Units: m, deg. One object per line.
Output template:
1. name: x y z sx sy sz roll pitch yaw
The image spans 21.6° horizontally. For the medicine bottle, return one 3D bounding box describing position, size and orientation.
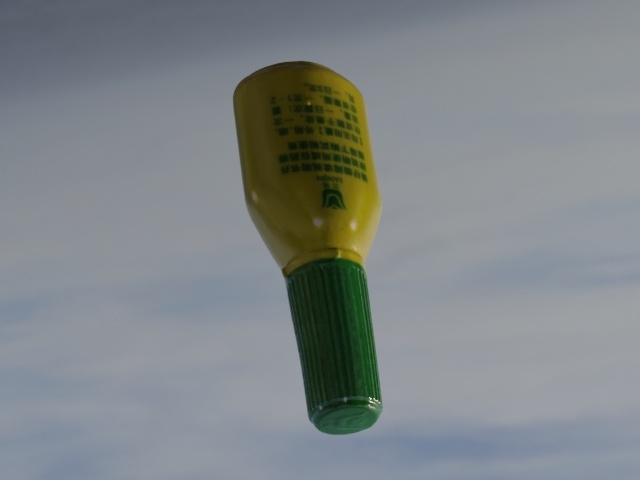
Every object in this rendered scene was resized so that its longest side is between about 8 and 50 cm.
1. medicine bottle: 0.000 0.000 1.084 0.095 0.260 0.064 6 145 -22
